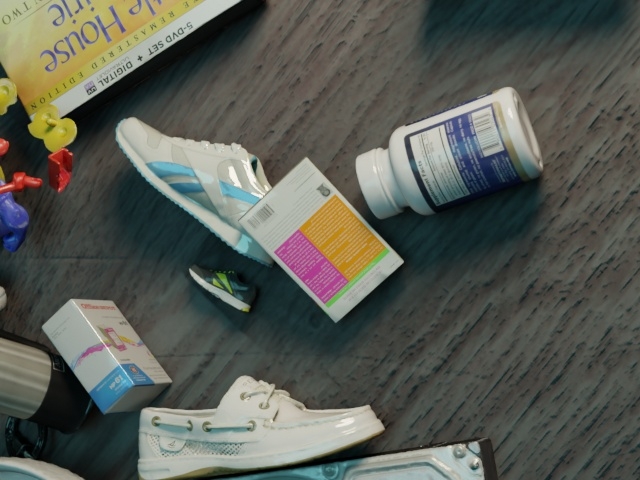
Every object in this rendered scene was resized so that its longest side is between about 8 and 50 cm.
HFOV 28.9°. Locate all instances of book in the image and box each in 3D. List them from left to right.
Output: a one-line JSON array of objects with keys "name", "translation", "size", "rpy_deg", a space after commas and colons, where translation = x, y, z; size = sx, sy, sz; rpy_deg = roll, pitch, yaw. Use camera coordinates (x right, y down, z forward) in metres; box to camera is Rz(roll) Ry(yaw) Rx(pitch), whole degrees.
[{"name": "book", "translation": [0.000, 0.000, 1.258], "size": [0.096, 0.035, 0.144], "rpy_deg": [-43, 98, 4]}]

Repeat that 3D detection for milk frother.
[{"name": "milk frother", "translation": [-0.341, 0.176, 1.353], "size": [0.129, 0.134, 0.143], "rpy_deg": [21, 88, 56]}]

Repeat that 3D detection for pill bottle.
[{"name": "pill bottle", "translation": [0.125, -0.080, 1.224], "size": [0.169, 0.094, 0.094], "rpy_deg": [-19, 79, 18]}]

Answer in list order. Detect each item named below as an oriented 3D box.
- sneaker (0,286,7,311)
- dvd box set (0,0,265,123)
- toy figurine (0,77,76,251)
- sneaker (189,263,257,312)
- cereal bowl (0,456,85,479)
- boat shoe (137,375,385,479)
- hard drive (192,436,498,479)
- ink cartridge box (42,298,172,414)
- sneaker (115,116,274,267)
[{"name": "sneaker", "translation": [-0.521, 0.012, 1.398], "size": [0.319, 0.127, 0.208], "rpy_deg": [-4, 105, 8]}, {"name": "dvd box set", "translation": [-0.283, -0.372, 1.378], "size": [0.307, 0.062, 0.420], "rpy_deg": [-29, 86, 18]}, {"name": "toy figurine", "translation": [-0.443, -0.074, 1.390], "size": [0.362, 0.191, 0.217], "rpy_deg": [30, 137, 20]}, {"name": "sneaker", "translation": [-0.103, 0.045, 1.336], "size": [0.083, 0.031, 0.035], "rpy_deg": [32, 84, 15]}, {"name": "cereal bowl", "translation": [-0.319, 0.397, 1.326], "size": [0.339, 0.141, 0.339], "rpy_deg": [-2, 85, 20]}, {"name": "boat shoe", "translation": [-0.072, 0.186, 1.274], "size": [0.277, 0.098, 0.096], "rpy_deg": [-12, 83, 20]}, {"name": "hard drive", "translation": [0.023, 0.338, 1.247], "size": [0.339, 0.064, 0.237], "rpy_deg": [-11, 82, 18]}, {"name": "ink cartridge box", "translation": [-0.230, 0.123, 1.342], "size": [0.052, 0.088, 0.122], "rpy_deg": [-45, 73, 12]}, {"name": "sneaker", "translation": [-0.118, -0.069, 1.325], "size": [0.228, 0.087, 0.092], "rpy_deg": [36, 92, 12]}]
